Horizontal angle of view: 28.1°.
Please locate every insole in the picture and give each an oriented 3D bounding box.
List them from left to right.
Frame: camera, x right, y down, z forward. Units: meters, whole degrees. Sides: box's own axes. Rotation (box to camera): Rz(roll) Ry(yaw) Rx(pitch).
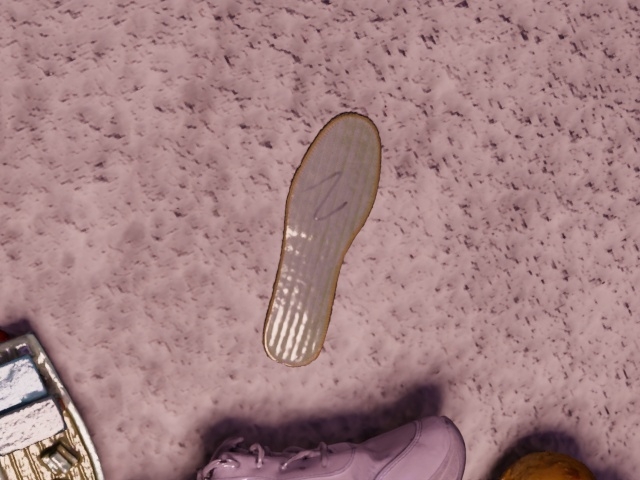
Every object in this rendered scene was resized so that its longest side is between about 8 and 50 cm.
[{"bbox_3d":[0.000,0.000,0.912,0.064,0.004,0.188,14,95,-14],"label":"insole"}]

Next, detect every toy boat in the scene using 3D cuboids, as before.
[{"bbox_3d":[-0.188,0.142,0.861,0.069,0.059,0.173,-21,103,-9],"label":"toy boat"}]

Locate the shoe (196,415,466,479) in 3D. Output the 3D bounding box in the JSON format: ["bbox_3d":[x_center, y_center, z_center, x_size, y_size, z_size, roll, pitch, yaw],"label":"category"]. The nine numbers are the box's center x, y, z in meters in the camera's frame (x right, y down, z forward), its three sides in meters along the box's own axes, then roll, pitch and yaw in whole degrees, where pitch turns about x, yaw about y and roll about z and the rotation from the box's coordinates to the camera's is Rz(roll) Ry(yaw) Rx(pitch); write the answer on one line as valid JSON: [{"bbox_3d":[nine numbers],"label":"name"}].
[{"bbox_3d":[-0.019,0.181,0.891,0.245,0.095,0.138,-37,108,1],"label":"shoe"}]

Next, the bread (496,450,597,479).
[{"bbox_3d":[0.237,0.307,0.927,0.124,0.084,0.344,-37,83,2],"label":"bread"}]
